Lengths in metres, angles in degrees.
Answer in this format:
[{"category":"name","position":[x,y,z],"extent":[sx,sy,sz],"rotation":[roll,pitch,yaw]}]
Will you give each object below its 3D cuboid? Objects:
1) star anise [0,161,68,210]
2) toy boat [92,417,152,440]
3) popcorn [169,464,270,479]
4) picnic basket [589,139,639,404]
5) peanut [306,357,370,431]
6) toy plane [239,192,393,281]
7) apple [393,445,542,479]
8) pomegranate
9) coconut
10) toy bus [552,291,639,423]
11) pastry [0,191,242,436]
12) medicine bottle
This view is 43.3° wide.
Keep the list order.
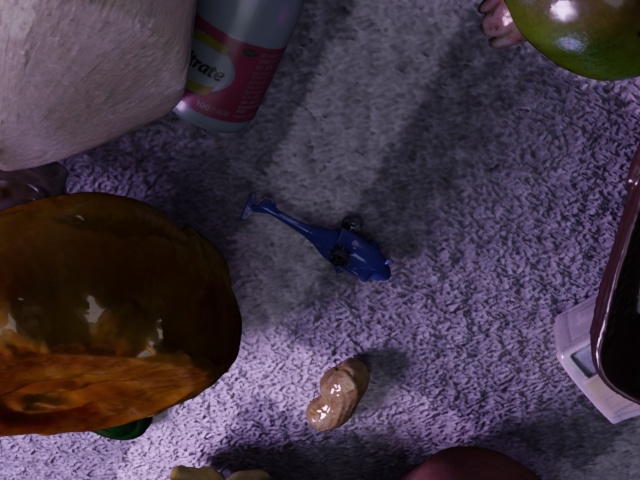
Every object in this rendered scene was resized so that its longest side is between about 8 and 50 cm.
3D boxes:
[{"category":"star anise","position":[-0.388,-0.080,0.785],"extent":[0.360,0.139,0.315],"rotation":[13,115,17]},{"category":"toy boat","position":[-0.290,0.171,0.954],"extent":[0.210,0.052,0.104],"rotation":[42,114,-18]},{"category":"popcorn","position":[-0.100,0.390,0.949],"extent":[0.286,0.215,0.252],"rotation":[42,151,-3]},{"category":"picnic basket","position":[0.352,-0.002,0.646],"extent":[0.223,0.129,0.296],"rotation":[16,109,18]},{"category":"peanut","position":[0.019,0.179,0.922],"extent":[0.054,0.054,0.113],"rotation":[24,121,-8]},{"category":"toy plane","position":[0.000,0.000,0.821],"extent":[0.167,0.054,0.062],"rotation":[29,145,-11]},{"category":"apple","position":[0.143,0.374,0.893],"extent":[0.306,0.306,0.235],"rotation":[-44,83,27]},{"category":"pomegranate","position":[0.205,-0.204,0.617],"extent":[0.180,0.180,0.210],"rotation":[42,154,-17]},{"category":"coconut","position":[-0.209,-0.179,0.596],"extent":[0.238,0.237,0.265],"rotation":[4,78,5]},{"category":"toy bus","position":[0.398,0.050,0.774],"extent":[0.343,0.097,0.138],"rotation":[-38,103,26]},{"category":"pastry","position":[-0.238,0.083,0.758],"extent":[0.356,0.163,0.356],"rotation":[-11,158,-4]},{"category":"medicine bottle","position":[-0.061,-0.201,0.680],"extent":[0.091,0.090,0.216],"rotation":[24,120,-8]}]
